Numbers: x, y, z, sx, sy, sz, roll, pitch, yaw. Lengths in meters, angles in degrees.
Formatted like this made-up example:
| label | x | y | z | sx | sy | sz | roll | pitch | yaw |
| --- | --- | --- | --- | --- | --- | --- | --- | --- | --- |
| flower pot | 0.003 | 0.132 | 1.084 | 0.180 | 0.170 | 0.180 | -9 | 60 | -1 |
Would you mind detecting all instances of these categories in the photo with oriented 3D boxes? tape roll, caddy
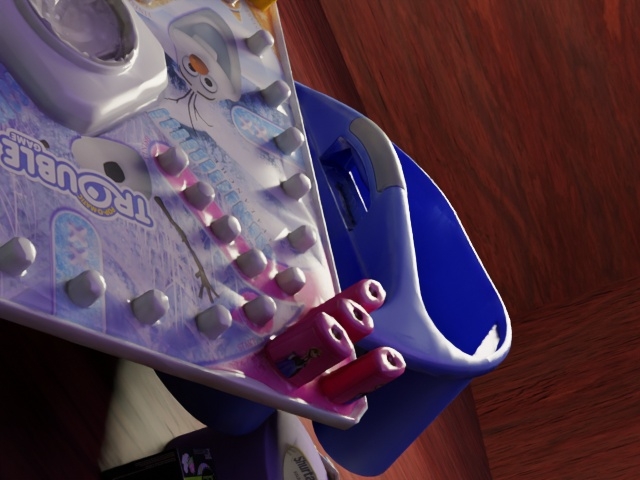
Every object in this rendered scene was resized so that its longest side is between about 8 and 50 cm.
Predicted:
| label | x | y | z | sx | sy | sz | roll | pitch | yaw |
| --- | --- | --- | --- | --- | --- | --- | --- | --- | --- |
| tape roll | -0.038 | 0.217 | 0.882 | 0.189 | 0.080 | 0.189 | -18 | 90 | -80 |
| caddy | 0.000 | 0.000 | 0.896 | 0.241 | 0.179 | 0.341 | 21 | 28 | -28 |

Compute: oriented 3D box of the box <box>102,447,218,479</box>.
| label | x | y | z | sx | sy | sz | roll | pitch | yaw |
| --- | --- | --- | --- | --- | --- | --- | --- | --- | --- |
| box | -0.089 | 0.173 | 0.760 | 0.062 | 0.052 | 0.083 | 32 | 41 | -73 |

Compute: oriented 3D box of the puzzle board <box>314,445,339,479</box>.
| label | x | y | z | sx | sy | sz | roll | pitch | yaw |
| --- | --- | --- | --- | --- | --- | --- | --- | --- | --- |
| puzzle board | -0.009 | 0.205 | 1.033 | 0.096 | 0.011 | 0.128 | 40 | -34 | 42 |

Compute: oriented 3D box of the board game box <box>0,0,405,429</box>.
| label | x | y | z | sx | sy | sz | roll | pitch | yaw |
| --- | --- | --- | --- | --- | --- | --- | --- | --- | --- |
| board game box | -0.127 | -0.123 | 0.653 | 0.390 | 0.050 | 0.390 | 26 | 40 | -42 |
